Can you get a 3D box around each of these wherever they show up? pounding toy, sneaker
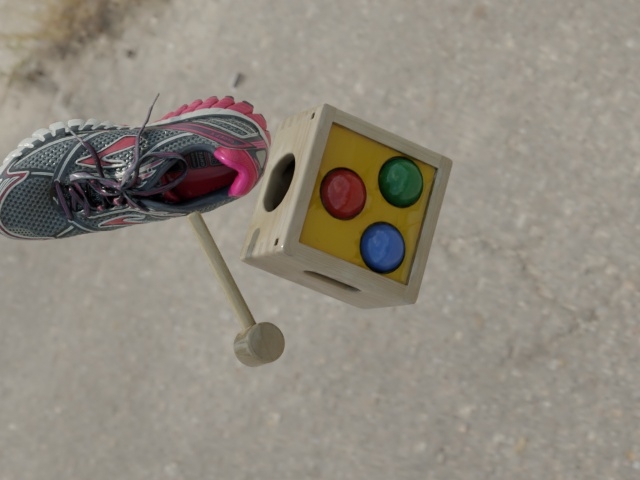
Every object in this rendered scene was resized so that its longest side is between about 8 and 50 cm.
[{"bbox_3d":[-0.009,0.002,1.276,0.094,0.181,0.206,-13,58,61],"label":"pounding toy"},{"bbox_3d":[-0.199,-0.066,1.611,0.299,0.121,0.112,-17,26,9],"label":"sneaker"}]
